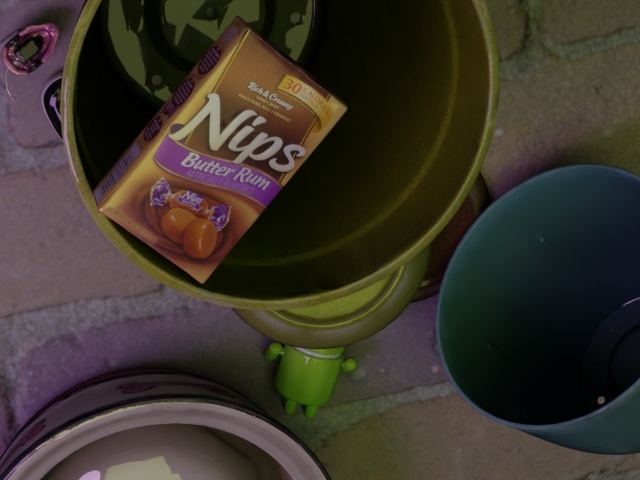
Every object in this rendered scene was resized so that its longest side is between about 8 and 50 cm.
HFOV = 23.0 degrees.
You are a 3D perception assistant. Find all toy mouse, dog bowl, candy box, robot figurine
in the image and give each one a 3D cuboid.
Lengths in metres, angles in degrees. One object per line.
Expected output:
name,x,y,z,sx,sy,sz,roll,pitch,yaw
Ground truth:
toy mouse,-0.292,-0.221,1.531,0.143,0.031,0.161,-19,104,-6
dog bowl,-0.186,0.321,1.714,0.408,0.150,0.408,-6,113,-13
candy box,-0.081,-0.072,1.252,0.109,0.053,0.186,37,96,-23
robot figurine,-0.011,0.136,1.734,0.101,0.067,0.115,12,107,-10

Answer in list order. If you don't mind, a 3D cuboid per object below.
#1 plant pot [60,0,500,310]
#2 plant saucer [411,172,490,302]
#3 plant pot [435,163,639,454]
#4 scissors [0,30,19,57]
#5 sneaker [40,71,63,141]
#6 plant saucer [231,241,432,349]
plant pot,-0.069,-0.171,1.440,0.367,0.353,0.366,-5,111,-13
plant saucer,0.098,-0.015,1.722,0.199,0.036,0.198,-6,113,-14
plant pot,0.308,0.099,1.696,0.293,0.293,0.235,-49,136,7
scissors,-0.416,-0.106,1.553,0.109,0.021,0.297,31,101,-24
sneaker,-0.187,-0.077,1.572,0.079,0.121,0.217,-42,115,3
plant saucer,0.000,0.000,1.661,0.241,0.037,0.241,0,97,-3
